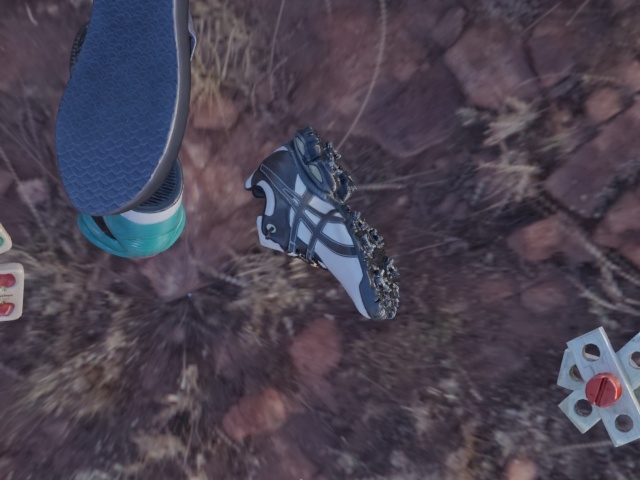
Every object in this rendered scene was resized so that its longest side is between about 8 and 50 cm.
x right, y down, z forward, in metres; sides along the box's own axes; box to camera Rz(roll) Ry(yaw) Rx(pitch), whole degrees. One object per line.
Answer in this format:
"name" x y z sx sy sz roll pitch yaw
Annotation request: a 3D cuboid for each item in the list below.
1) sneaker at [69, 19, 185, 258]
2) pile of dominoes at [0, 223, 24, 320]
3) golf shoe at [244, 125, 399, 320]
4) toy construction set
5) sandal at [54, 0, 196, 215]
"sneaker" -0.218 -0.097 1.616 0.123 0.178 0.295 -4 54 -15
"pile of dominoes" -0.343 0.049 1.053 0.251 0.196 0.040 -23 49 0
"golf shoe" 0.000 0.000 1.224 0.094 0.077 0.198 -32 55 9
"toy construction set" 0.358 0.142 1.348 0.327 0.151 0.215 -12 94 -50
"sandal" -0.125 -0.139 1.027 0.097 0.054 0.254 6 83 24
